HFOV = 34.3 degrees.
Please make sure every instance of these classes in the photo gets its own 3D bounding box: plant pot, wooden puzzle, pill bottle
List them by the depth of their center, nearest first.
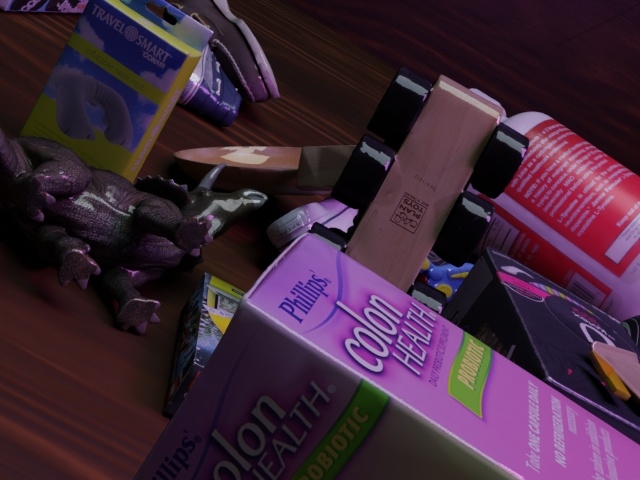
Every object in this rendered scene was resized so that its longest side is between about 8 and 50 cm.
[{"bbox_3d":[0.247,0.112,0.811,0.116,0.014,0.078,21,26,-33],"label":"wooden puzzle"},{"bbox_3d":[-0.042,-0.077,1.132,0.236,0.032,0.236,1,10,0],"label":"plant pot"},{"bbox_3d":[0.333,-0.039,1.499,0.408,0.229,0.229,40,18,22],"label":"pill bottle"}]

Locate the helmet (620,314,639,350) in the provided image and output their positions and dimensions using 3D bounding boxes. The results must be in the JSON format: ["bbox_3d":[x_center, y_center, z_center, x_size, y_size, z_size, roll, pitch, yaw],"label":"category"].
[{"bbox_3d":[0.372,0.162,1.158,0.169,0.169,0.161,33,34,4],"label":"helmet"}]

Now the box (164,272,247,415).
[{"bbox_3d":[0.001,0.122,0.781,0.233,0.044,0.159,28,17,-13],"label":"box"}]

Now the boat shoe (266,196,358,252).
[{"bbox_3d":[0.000,0.000,1.100,0.075,0.083,0.226,61,19,0],"label":"boat shoe"}]

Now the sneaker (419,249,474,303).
[{"bbox_3d":[0.106,0.036,1.203,0.188,0.067,0.078,14,4,-42],"label":"sneaker"}]

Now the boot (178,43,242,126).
[{"bbox_3d":[-0.155,-0.216,1.434,0.086,0.069,0.190,34,23,-20],"label":"boot"}]

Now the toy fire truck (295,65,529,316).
[{"bbox_3d":[0.039,-0.022,0.890,0.158,0.217,0.246,28,-9,-2],"label":"toy fire truck"}]

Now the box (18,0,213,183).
[{"bbox_3d":[-0.188,-0.141,0.950,0.109,0.178,0.042,34,17,5],"label":"box"}]

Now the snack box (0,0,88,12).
[{"bbox_3d":[-0.417,-0.387,1.435,0.187,0.060,0.322,34,17,5],"label":"snack box"}]

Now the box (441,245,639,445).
[{"bbox_3d":[0.193,0.142,0.898,0.165,0.143,0.270,28,18,-12],"label":"box"}]

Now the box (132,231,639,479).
[{"bbox_3d":[0.030,0.157,0.445,0.243,0.213,0.117,32,17,2],"label":"box"}]

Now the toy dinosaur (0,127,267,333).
[{"bbox_3d":[-0.183,-0.022,0.796,0.314,0.121,0.160,17,11,-30],"label":"toy dinosaur"}]

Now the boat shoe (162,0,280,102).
[{"bbox_3d":[-0.154,-0.290,1.573,0.324,0.097,0.116,56,-12,46],"label":"boat shoe"}]
